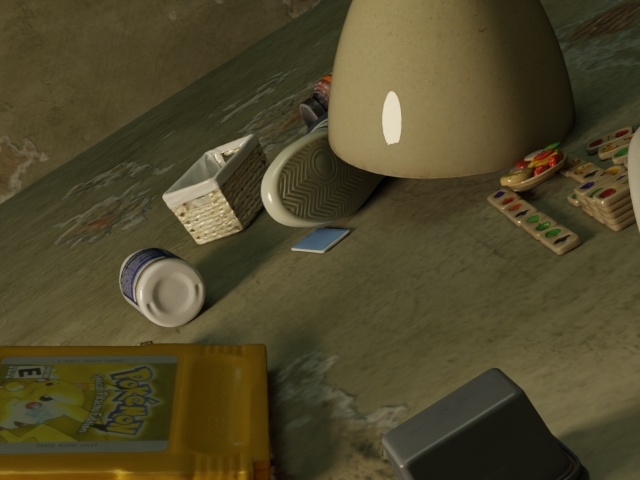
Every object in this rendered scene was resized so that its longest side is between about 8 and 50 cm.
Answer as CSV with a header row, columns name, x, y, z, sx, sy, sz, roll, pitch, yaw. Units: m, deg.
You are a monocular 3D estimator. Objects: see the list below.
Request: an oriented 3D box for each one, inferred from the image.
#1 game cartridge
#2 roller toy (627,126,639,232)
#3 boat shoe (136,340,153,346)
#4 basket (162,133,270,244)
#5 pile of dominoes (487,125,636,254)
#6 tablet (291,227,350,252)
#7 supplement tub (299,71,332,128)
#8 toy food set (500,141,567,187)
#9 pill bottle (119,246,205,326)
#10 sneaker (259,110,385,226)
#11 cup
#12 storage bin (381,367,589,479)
name,x,y,z,sx,sy,sz,roll,pitch,yaw
game cartridge,-0.212,0.175,1.131,0.324,0.052,0.285,-2,19,-3
roller toy,0.319,-0.013,0.856,0.146,0.209,0.191,-20,0,28
boat shoe,-0.189,0.155,1.378,0.045,0.050,0.135,-28,29,-8
basket,-0.155,-0.081,1.841,0.113,0.103,0.167,-17,22,32
pile of dominoes,0.302,-0.076,1.269,0.196,0.040,0.251,-30,19,-2
tablet,0.000,0.000,1.560,0.054,0.006,0.083,-38,22,-25
supplement tub,0.061,-0.258,1.981,0.198,0.106,0.106,-36,20,-15
toy food set,0.253,-0.088,1.352,0.083,0.020,0.082,-25,12,22
pill bottle,-0.228,0.060,1.599,0.094,0.094,0.169,-35,20,-15
sneaker,0.007,-0.112,1.664,0.148,0.131,0.350,-9,18,43
cup,0.158,-0.257,1.476,0.331,0.236,0.331,-7,29,4
storage bin,0.115,0.165,0.843,0.135,0.091,0.098,-32,19,-5
